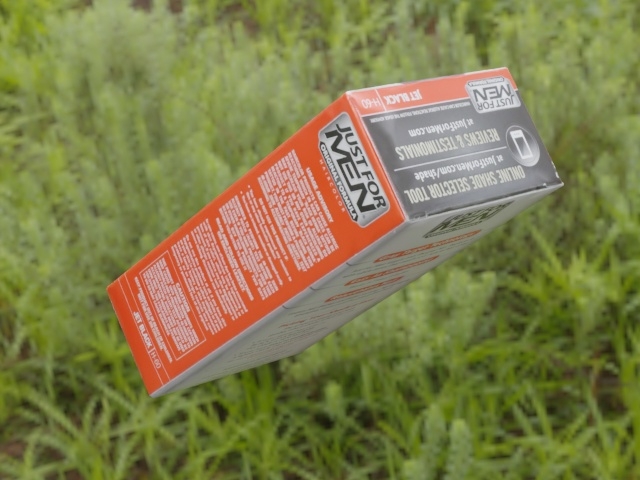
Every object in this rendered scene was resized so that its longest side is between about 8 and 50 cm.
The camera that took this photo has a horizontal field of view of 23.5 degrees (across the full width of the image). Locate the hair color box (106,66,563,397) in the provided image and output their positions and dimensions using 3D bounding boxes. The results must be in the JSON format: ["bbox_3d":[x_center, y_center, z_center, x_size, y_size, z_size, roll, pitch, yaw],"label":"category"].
[{"bbox_3d":[0.000,0.000,0.483,0.072,0.043,0.141,-13,-15,-43],"label":"hair color box"}]
